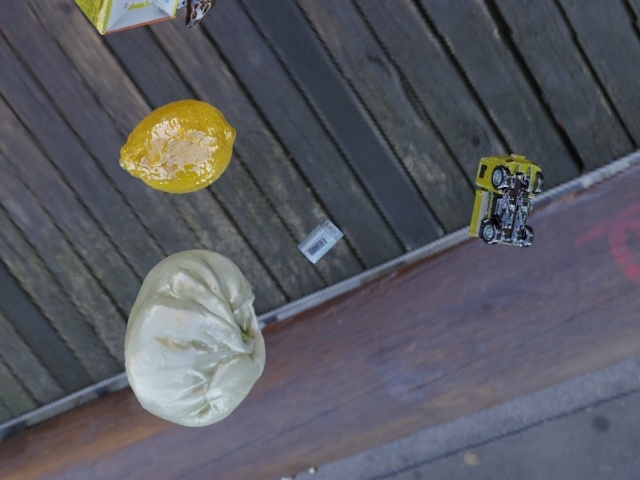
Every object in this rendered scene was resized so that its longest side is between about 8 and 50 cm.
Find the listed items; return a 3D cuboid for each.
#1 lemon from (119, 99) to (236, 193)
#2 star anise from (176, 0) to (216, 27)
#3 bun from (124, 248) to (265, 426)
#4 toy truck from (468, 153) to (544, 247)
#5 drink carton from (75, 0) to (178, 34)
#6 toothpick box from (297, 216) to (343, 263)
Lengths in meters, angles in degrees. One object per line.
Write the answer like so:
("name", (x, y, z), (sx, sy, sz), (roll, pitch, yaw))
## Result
("lemon", (-0.219, -0.141, 1.489), (0.187, 0.142, 0.142), (-16, 114, 2))
("star anise", (-0.173, -0.477, 1.630), (0.102, 0.272, 0.272), (19, 129, -37))
("bun", (-0.167, 0.140, 1.377), (0.160, 0.259, 0.259), (-3, 118, 30))
("toy truck", (0.168, -0.039, 0.891), (0.049, 0.054, 0.083), (5, 99, -29))
("drink carton", (-0.379, -0.501, 1.569), (0.351, 0.154, 0.111), (50, 139, 18))
("toothpick box", (0.000, 0.000, 1.938), (0.083, 0.052, 0.052), (-45, 100, 1))
